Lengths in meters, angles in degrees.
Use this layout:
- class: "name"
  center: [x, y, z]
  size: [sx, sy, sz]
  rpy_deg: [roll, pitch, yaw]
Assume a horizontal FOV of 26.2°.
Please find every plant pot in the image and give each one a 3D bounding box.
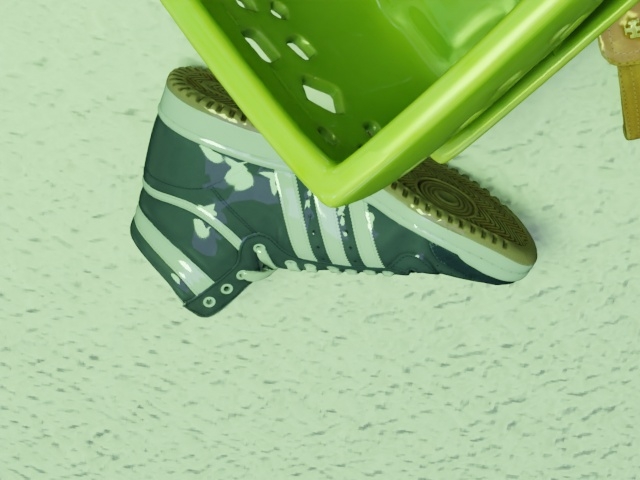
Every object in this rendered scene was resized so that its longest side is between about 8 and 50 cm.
- class: "plant pot"
  center: [0.057, -0.176, 0.790]
  size: [0.228, 0.207, 0.227]
  rpy_deg: [-42, 77, 23]

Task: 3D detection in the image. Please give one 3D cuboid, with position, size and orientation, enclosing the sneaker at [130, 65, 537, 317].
- class: "sneaker"
  center: [0.000, 0.000, 0.973]
  size: [0.282, 0.099, 0.153]
  rpy_deg: [24, 113, 0]

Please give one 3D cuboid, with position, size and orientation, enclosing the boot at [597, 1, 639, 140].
- class: "boot"
  center: [0.267, -0.194, 0.842]
  size: [0.211, 0.104, 0.295]
  rpy_deg: [-5, 122, 8]
